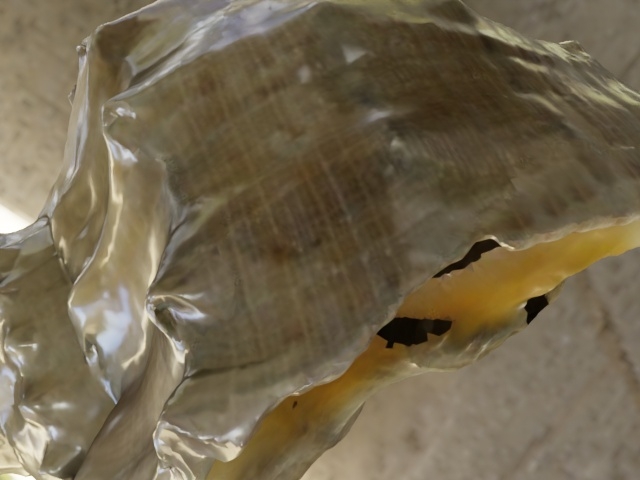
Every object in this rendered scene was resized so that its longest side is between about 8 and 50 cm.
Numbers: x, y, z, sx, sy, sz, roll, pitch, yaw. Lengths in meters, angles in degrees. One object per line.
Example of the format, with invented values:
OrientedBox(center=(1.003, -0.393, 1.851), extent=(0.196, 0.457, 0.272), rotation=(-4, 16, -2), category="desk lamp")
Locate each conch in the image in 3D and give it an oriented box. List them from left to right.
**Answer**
OrientedBox(center=(-0.008, -0.008, 0.692), extent=(0.324, 0.186, 0.263), rotation=(-35, 11, 0), category="conch")
